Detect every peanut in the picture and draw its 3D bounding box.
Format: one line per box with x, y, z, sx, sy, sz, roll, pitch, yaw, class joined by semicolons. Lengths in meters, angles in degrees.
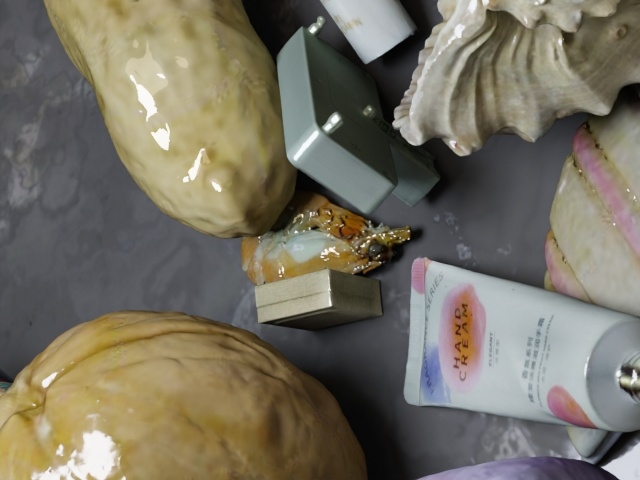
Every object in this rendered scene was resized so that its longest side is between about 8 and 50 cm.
-0.137;-0.165;1.491;0.169;0.192;0.387;-22;64;-7;peanut

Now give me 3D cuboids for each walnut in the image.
-0.116;0.203;1.340;0.252;0.313;0.277;-1;54;54;walnut

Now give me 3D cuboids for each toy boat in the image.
0.252;-0.014;1.233;0.293;0.111;0.276;-34;56;38;toy boat

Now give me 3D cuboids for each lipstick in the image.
-0.013;-0.271;1.416;0.059;0.059;0.264;-32;98;28;lipstick

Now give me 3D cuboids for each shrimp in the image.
0.000;0.000;1.450;0.184;0.043;0.091;2;79;38;shrimp

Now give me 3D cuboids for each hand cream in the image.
0.151;0.084;1.247;0.340;0.077;0.124;6;94;61;hand cream

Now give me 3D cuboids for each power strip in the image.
0.036;-0.091;1.378;0.061;0.145;0.216;-46;23;20;power strip

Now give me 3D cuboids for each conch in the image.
0.170;-0.188;1.235;0.210;0.352;0.297;30;99;5;conch

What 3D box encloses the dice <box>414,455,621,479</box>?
0.112;0.318;1.164;0.270;0.271;0.270;-29;65;29;dice

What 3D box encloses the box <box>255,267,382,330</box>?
-0.003;0.052;1.419;0.083;0.079;0.035;-13;75;33;box

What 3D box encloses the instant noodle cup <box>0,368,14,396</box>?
-0.290;0.225;1.479;0.181;0.302;0.258;-6;46;42;instant noodle cup
